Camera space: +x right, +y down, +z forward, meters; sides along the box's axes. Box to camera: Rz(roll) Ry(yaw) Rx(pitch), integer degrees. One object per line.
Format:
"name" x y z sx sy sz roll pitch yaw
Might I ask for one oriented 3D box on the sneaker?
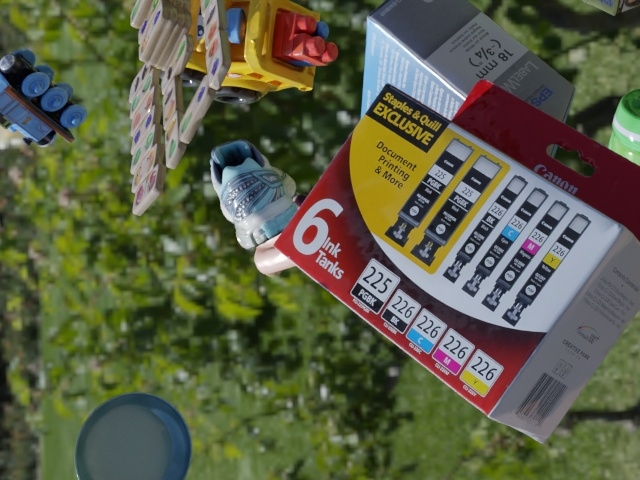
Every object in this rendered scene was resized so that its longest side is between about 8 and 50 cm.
"sneaker" -0.097 -0.088 1.700 0.122 0.110 0.283 62 176 -17

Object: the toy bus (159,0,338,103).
"toy bus" -0.092 -0.270 1.673 0.211 0.220 0.149 4 85 39

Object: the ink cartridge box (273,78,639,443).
"ink cartridge box" 0.155 -0.012 1.196 0.309 0.130 0.271 36 93 38

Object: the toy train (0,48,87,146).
"toy train" -0.416 -0.198 1.801 0.080 0.105 0.184 54 -175 32

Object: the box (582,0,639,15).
"box" 0.426 -0.353 1.548 0.058 0.232 0.087 38 139 38

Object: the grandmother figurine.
"grandmother figurine" 0.000 0.000 2.163 0.342 0.208 0.104 -12 41 55

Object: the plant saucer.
"plant saucer" -0.185 0.207 1.230 0.021 0.119 0.119 -3 90 64

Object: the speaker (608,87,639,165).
"speaker" 0.507 -0.084 1.953 0.131 0.131 0.296 -113 16 -52

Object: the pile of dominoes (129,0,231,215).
"pile of dominoes" -0.146 -0.153 1.134 0.196 0.040 0.251 -58 26 30

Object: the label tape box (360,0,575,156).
"label tape box" 0.199 -0.118 1.446 0.334 0.106 0.240 43 161 18
